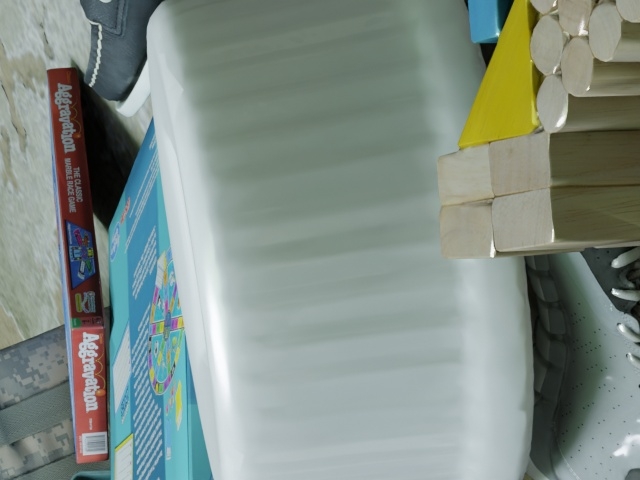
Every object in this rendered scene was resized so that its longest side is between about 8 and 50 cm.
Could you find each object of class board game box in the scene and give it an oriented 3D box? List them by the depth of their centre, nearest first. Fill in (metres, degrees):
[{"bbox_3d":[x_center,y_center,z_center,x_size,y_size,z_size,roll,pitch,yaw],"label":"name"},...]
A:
[{"bbox_3d":[-0.070,0.092,1.088,0.254,0.079,0.336,122,148,-61],"label":"board game box"},{"bbox_3d":[-0.183,0.013,1.347,0.281,0.027,0.145,-103,14,-44],"label":"board game box"}]

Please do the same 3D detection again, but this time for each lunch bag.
[{"bbox_3d":[-0.207,0.224,1.431,0.287,0.235,0.169,67,157,4],"label":"lunch bag"}]

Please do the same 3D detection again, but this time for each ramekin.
[{"bbox_3d":[0.000,0.000,0.854,0.277,0.135,0.277,171,90,-83],"label":"ramekin"}]

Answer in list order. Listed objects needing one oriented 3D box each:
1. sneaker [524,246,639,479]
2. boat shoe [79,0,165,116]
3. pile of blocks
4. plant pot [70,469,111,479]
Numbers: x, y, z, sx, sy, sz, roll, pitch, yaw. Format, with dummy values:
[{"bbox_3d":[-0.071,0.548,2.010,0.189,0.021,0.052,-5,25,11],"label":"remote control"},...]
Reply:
[{"bbox_3d":[0.155,0.042,0.762,0.132,0.086,0.228,34,142,35],"label":"sneaker"},{"bbox_3d":[-0.100,-0.182,1.029,0.302,0.091,0.114,122,166,-51],"label":"boat shoe"},{"bbox_3d":[0.142,-0.132,0.608,0.362,0.113,0.149,114,143,-44],"label":"pile of blocks"},{"bbox_3d":[-0.088,0.303,1.293,0.165,0.166,0.234,-83,-12,-48],"label":"plant pot"}]
